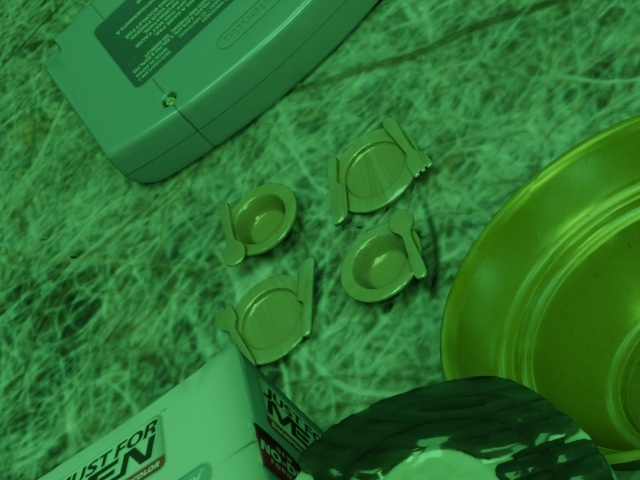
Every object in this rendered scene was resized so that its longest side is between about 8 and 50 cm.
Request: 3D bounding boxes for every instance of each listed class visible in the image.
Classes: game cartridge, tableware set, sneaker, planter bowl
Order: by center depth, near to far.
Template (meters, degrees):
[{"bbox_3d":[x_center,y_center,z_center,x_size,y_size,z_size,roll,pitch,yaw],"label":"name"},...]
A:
[{"bbox_3d":[0.120,0.234,0.494,0.158,0.182,0.410,-24,42,1],"label":"sneaker"},{"bbox_3d":[0.173,0.039,0.665,0.217,0.090,0.217,-27,35,21],"label":"planter bowl"},{"bbox_3d":[0.000,0.000,0.878,0.169,0.020,0.141,-27,47,17],"label":"tableware set"},{"bbox_3d":[-0.063,-0.182,1.034,0.297,0.062,0.198,-42,49,3],"label":"game cartridge"}]

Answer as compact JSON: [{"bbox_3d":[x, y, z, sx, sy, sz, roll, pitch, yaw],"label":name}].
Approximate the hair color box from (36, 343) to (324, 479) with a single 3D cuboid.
[{"bbox_3d":[-0.054,0.241,0.633,0.185,0.113,0.374,-34,36,12],"label":"hair color box"}]
